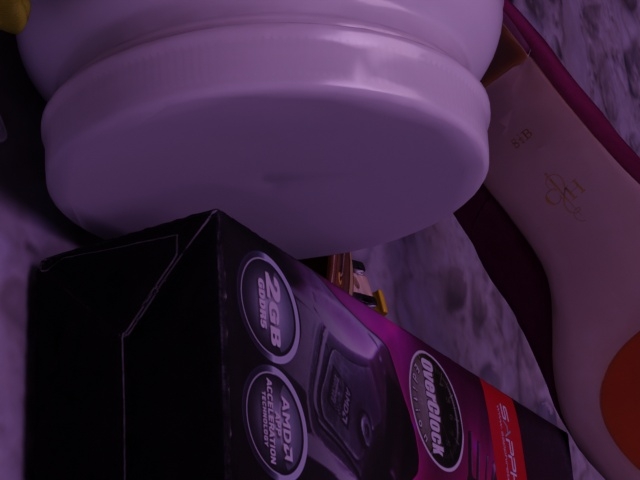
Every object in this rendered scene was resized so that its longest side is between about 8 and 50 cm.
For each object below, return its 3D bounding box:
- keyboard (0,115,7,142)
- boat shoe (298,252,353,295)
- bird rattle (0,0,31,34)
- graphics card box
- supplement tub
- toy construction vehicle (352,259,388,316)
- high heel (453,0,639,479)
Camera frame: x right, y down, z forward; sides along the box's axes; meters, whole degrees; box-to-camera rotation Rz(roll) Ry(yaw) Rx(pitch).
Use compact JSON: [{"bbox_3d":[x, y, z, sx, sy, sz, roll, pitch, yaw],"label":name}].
[{"bbox_3d":[-0.182,-0.046,0.519,0.256,0.014,0.072,-27,101,-64],"label":"keyboard"},{"bbox_3d":[-0.017,-0.042,0.774,0.060,0.064,0.178,134,-55,-85],"label":"boat shoe"},{"bbox_3d":[-0.129,-0.164,0.479,0.253,0.207,0.143,17,60,-65],"label":"bird rattle"},{"bbox_3d":[0.019,0.158,0.732,0.371,0.094,0.233,34,47,-53],"label":"graphics card box"},{"bbox_3d":[-0.027,-0.146,0.680,0.191,0.191,0.272,31,50,-56],"label":"supplement tub"},{"bbox_3d":[0.000,0.000,0.851,0.098,0.035,0.086,14,54,-64],"label":"toy construction vehicle"},{"bbox_3d":[0.155,0.005,0.961,0.377,0.127,0.181,61,6,0],"label":"high heel"}]
